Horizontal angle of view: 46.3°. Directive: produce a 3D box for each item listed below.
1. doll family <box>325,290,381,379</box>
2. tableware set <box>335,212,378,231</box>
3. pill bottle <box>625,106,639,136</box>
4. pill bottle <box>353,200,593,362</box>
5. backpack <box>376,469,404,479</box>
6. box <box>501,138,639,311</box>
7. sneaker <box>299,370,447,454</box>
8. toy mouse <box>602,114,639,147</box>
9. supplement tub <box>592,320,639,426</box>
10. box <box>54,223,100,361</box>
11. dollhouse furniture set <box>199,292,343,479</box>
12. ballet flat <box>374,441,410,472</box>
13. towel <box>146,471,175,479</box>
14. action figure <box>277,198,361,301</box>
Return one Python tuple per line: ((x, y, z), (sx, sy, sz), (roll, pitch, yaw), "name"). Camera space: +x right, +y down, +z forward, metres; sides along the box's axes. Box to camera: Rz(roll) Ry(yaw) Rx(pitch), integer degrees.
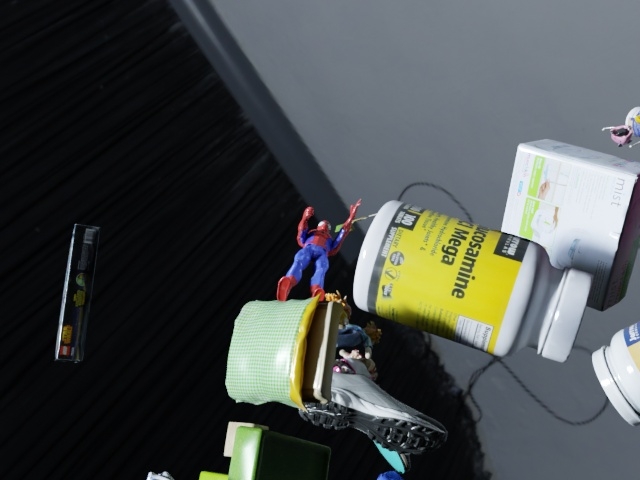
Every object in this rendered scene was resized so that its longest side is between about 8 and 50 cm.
((0.044, 0.194, 1.622), (0.263, 0.163, 0.118), (41, 116, 37), "doll family")
((0.112, -0.046, 1.701), (0.104, 0.154, 0.024), (-12, 96, 63), "tableware set")
((0.726, -0.251, 1.611), (0.067, 0.067, 0.120), (62, 164, -24), "pill bottle")
((0.235, 0.068, 1.164), (0.334, 0.188, 0.187), (18, 135, 16), "pill bottle")
((0.179, 0.646, 1.838), (0.120, 0.101, 0.098), (34, 117, 40), "backpack")
((0.474, -0.035, 1.406), (0.231, 0.127, 0.261), (22, 116, 37), "box")
((0.099, 0.296, 1.333), (0.272, 0.108, 0.100), (20, 132, 3), "sneaker")
((0.600, -0.196, 1.394), (0.161, 0.143, 0.031), (-2, 122, 38), "toy mouse")
((0.809, 0.269, 1.695), (0.316, 0.228, 0.228), (-35, 102, 26), "supplement tub")
((-0.256, 0.058, 0.784), (0.027, 0.137, 0.094), (8, 167, -18), "box")
((-0.097, 0.207, 1.031), (0.198, 0.301, 0.151), (-6, 158, 38), "dollhouse furniture set")
((0.152, 0.463, 1.928), (0.280, 0.096, 0.095), (47, 150, 11), "ballet flat")
((-0.168, 0.429, 0.822), (0.209, 0.285, 0.034), (22, 170, 23), "towel")
((0.000, 0.000, 1.321), (0.092, 0.280, 0.139), (21, 113, -1), "action figure")
